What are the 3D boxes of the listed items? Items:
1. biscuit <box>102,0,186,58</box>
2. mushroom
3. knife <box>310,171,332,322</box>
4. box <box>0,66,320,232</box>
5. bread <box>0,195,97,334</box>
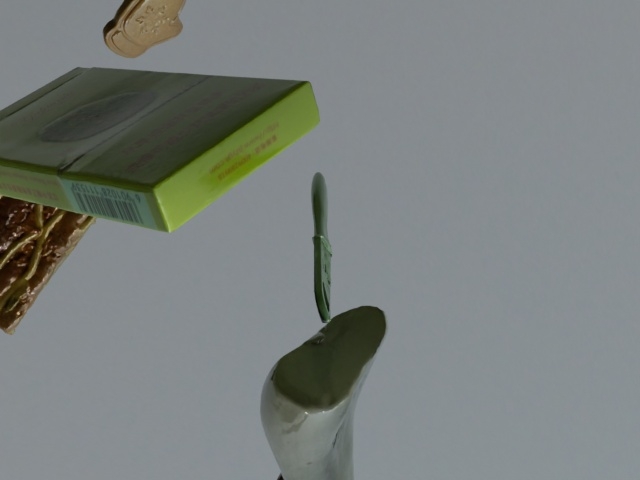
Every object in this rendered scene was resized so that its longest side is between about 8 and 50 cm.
[{"bbox_3d":[-0.239,-0.316,1.477,0.140,0.118,0.023,-50,-120,18],"label":"biscuit"},{"bbox_3d":[0.004,0.229,1.216,0.159,0.329,0.122,-16,-133,-21],"label":"mushroom"},{"bbox_3d":[0.002,0.000,1.166,0.019,0.043,0.293,-15,-150,8],"label":"knife"},{"bbox_3d":[-0.182,-0.093,0.922,0.335,0.047,0.187,12,-140,41],"label":"box"},{"bbox_3d":[-0.442,-0.025,1.516,0.184,0.114,0.275,38,-83,-7],"label":"bread"}]
